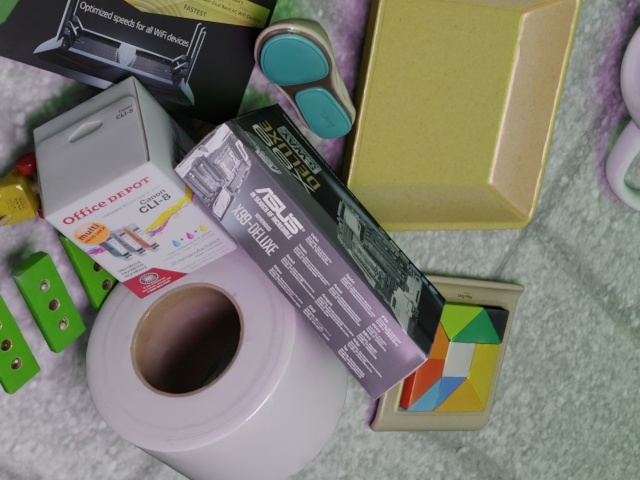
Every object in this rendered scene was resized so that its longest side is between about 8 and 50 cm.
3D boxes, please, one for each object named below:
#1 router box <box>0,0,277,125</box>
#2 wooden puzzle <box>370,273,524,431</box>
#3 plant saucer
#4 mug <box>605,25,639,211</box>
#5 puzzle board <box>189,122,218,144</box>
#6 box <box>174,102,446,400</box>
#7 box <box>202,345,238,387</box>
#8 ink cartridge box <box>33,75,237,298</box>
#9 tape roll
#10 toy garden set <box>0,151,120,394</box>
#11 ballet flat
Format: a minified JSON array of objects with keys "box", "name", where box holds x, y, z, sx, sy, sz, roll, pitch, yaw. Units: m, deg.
[{"box":[-0.190,-0.272,1.211,0.309,0.081,0.242,15,99,-39],"name":"router box"},{"box":[0.188,0.168,1.685,0.221,0.044,0.238,7,104,-38],"name":"wooden puzzle"},{"box":[0.162,-0.182,1.506,0.333,0.081,0.332,-1,109,-36],"name":"plant saucer"},{"box":[0.576,-0.179,1.716,0.328,0.276,0.374,14,130,-33],"name":"mug"},{"box":[-0.133,-0.079,1.375,0.128,0.011,0.096,-48,129,-11],"name":"puzzle board"},{"box":[0.000,0.000,1.257,0.076,0.242,0.307,-40,91,14],"name":"box"},{"box":[-0.049,0.132,1.439,0.324,0.067,0.063,-49,131,7],"name":"box"},{"box":[-0.191,-0.052,1.221,0.128,0.127,0.176,-27,140,13],"name":"ink cartridge box"},{"box":[-0.111,0.138,1.301,0.246,0.246,0.169,-52,147,-8],"name":"tape roll"},{"box":[-0.333,0.045,1.221,0.244,0.049,0.203,-44,131,-33],"name":"toy garden set"},{"box":[-0.018,-0.198,1.320,0.086,0.086,0.248,-50,157,-9],"name":"ballet flat"}]
